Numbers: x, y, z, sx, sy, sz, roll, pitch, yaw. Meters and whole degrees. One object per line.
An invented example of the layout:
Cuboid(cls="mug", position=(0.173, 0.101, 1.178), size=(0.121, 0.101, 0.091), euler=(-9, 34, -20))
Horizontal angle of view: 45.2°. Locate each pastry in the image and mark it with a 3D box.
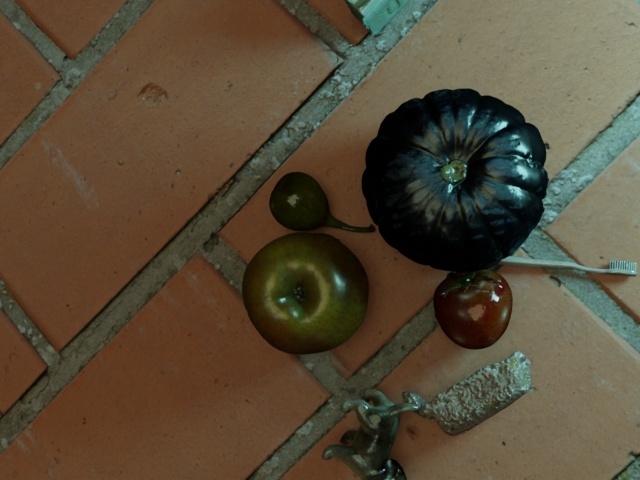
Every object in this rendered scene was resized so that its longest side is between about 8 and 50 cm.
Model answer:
Cuboid(cls="pastry", position=(0.302, 0.316, 1.536), size=(0.265, 0.103, 0.112), euler=(-24, 63, 17))

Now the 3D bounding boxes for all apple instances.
Cuboid(cls="apple", position=(-0.034, 0.108, 1.565), size=(0.264, 0.264, 0.264), euler=(-1, 86, 14))

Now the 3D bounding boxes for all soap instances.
Cuboid(cls="soap", position=(0.163, -0.559, 1.609), size=(0.261, 0.150, 0.094), euler=(-46, 74, 8))

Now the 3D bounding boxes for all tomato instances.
Cuboid(cls="tomato", position=(0.308, 0.138, 1.529), size=(0.167, 0.167, 0.167), euler=(-1, 86, 14))

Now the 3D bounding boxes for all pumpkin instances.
Cuboid(cls="pumpkin", position=(0.263, -0.117, 1.495), size=(0.363, 0.266, 0.363), euler=(-2, 81, 12))

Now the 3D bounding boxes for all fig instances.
Cuboid(cls="fig", position=(0.005, -0.061, 1.653), size=(0.236, 0.124, 0.124), euler=(22, 92, -10))

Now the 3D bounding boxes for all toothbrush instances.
Cuboid(cls="toothbrush", position=(0.476, 0.045, 1.552), size=(0.307, 0.025, 0.029), euler=(5, 79, 14))

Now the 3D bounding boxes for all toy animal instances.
Cuboid(cls="toy animal", position=(0.106, 0.421, 1.565), size=(0.168, 0.121, 0.233), euler=(14, 99, 30))

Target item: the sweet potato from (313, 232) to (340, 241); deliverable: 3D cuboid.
Cuboid(cls="sweet potato", position=(0.000, 0.000, 1.672), size=(0.095, 0.034, 0.034), euler=(9, 88, 25))
